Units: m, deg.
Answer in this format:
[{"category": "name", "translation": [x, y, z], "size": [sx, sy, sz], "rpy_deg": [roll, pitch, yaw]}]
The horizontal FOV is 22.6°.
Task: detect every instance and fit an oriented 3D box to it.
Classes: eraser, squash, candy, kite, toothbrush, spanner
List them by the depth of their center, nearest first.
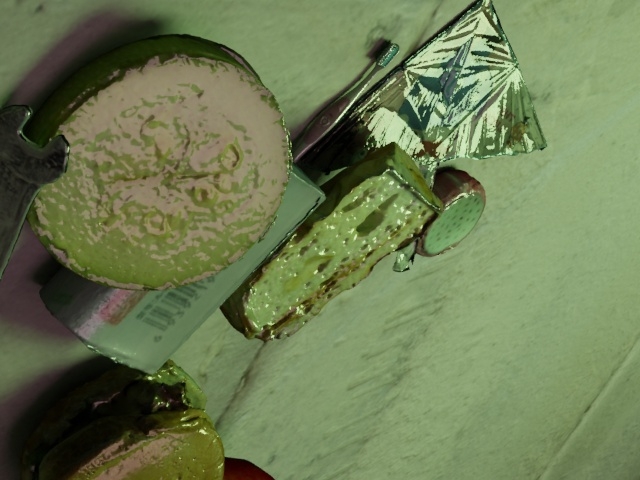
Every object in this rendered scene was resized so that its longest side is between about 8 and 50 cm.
[{"category": "spanner", "translation": [-0.265, 0.020, 1.252], "size": [0.302, 0.071, 0.017], "rpy_deg": [-61, 180, 33]}, {"category": "squash", "translation": [-0.127, -0.054, 1.264], "size": [0.219, 0.041, 0.219], "rpy_deg": [-12, 123, -19]}, {"category": "eraser", "translation": [-0.117, 0.004, 1.399], "size": [0.227, 0.081, 0.174], "rpy_deg": [-47, 153, 4]}, {"category": "toothbrush", "translation": [0.002, -0.104, 1.474], "size": [0.204, 0.017, 0.022], "rpy_deg": [-47, 162, 6]}, {"category": "kite", "translation": [0.112, -0.100, 1.588], "size": [0.335, 0.011, 0.314], "rpy_deg": [-7, 126, -36]}, {"category": "candy", "translation": [0.130, -0.029, 1.714], "size": [0.103, 0.043, 0.103], "rpy_deg": [-33, 152, -20]}]

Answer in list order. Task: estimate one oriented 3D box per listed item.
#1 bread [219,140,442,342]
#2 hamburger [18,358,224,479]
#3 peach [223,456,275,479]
[{"category": "bread", "translation": [0.000, 0.000, 1.521], "size": [0.232, 0.088, 0.128], "rpy_deg": [-39, 148, 5]}, {"category": "hamburger", "translation": [-0.199, 0.211, 1.535], "size": [0.215, 0.122, 0.189], "rpy_deg": [-37, 145, -4]}, {"category": "peach", "translation": [-0.135, 0.339, 1.718], "size": [0.226, 0.190, 0.196], "rpy_deg": [-28, 162, -38]}]
